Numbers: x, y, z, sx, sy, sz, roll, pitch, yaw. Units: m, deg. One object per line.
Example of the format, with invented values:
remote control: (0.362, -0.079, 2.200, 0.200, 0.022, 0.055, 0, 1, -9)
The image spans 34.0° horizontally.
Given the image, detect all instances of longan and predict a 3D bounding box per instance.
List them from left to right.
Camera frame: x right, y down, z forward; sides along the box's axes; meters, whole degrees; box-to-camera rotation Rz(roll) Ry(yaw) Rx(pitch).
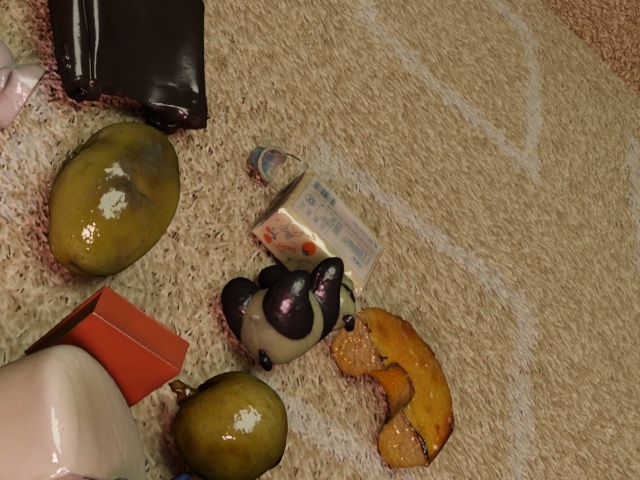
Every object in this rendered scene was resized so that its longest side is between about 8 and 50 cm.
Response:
longan: (-0.124, 0.234, 1.352, 0.176, 0.145, 0.155, 41, -7, 5)

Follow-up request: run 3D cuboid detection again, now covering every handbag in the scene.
handbag: (-0.261, 0.143, 1.229, 0.127, 0.190, 0.063, 37, 39, -21)
handbag: (-0.293, -0.302, 1.604, 0.285, 0.113, 0.257, 17, 56, -49)

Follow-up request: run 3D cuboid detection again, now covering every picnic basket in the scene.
picnic basket: (-0.080, -0.123, 1.738, 0.083, 0.065, 0.083, 31, -7, 21)

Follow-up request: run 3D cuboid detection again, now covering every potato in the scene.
potato: (-0.280, -0.058, 1.411, 0.169, 0.143, 0.248, 43, 47, -22)

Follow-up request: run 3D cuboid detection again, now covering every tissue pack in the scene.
tissue pack: (0.000, 0.000, 1.709, 0.196, 0.092, 0.148, 45, 37, -11)

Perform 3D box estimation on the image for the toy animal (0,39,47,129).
toy animal: (-0.474, -0.247, 1.367, 0.221, 0.104, 0.131, 40, 40, -19)

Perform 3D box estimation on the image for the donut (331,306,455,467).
donut: (0.132, 0.232, 1.666, 0.152, 0.101, 0.259, -9, 69, -51)

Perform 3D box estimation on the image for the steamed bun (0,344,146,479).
steamed bun: (-0.291, 0.208, 1.118, 0.241, 0.146, 0.164, 56, 13, -66)

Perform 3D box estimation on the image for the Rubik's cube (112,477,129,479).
Rubik's cube: (-0.190, 0.429, 0.907, 0.304, 0.301, 0.305, -11, 115, -52)

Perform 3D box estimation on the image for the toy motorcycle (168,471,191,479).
toy motorcycle: (-0.205, 0.345, 1.238, 0.205, 0.076, 0.114, -12, 65, -52)

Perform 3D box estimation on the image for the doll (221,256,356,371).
doll: (-0.038, 0.100, 1.564, 0.234, 0.143, 0.135, -25, 106, -54)
